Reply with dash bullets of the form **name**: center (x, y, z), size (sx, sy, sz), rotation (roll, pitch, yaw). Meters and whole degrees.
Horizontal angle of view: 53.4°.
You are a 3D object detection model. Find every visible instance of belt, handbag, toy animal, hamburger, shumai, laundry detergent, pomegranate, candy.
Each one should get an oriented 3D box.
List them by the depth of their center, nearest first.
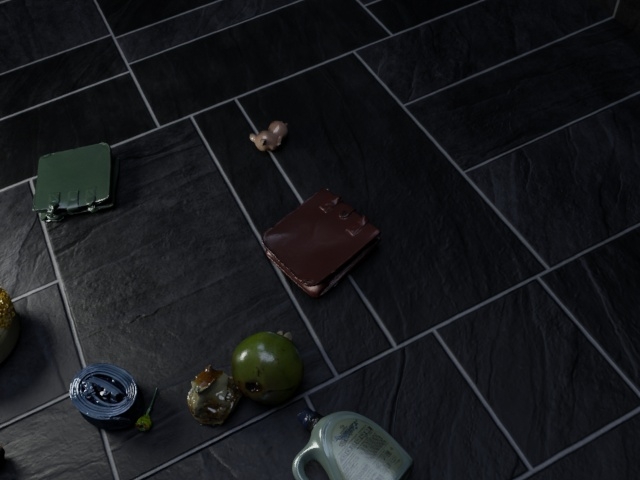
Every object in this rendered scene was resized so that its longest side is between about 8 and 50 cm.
- **laundry detergent**: center (0.048, 0.491, 1.444), size (0.280, 0.105, 0.215), rotation (32, 65, 24)
- **shumai**: center (-0.266, 0.373, 1.561), size (0.145, 0.116, 0.145), rotation (-2, 55, 3)
- **pomegranate**: center (-0.124, 0.293, 1.568), size (0.179, 0.179, 0.210), rotation (4, 53, 9)
- **belt**: center (-0.532, 0.393, 1.599), size (0.190, 0.082, 0.141), rotation (20, 55, 21)
- **candy**: center (-0.429, 0.423, 1.601), size (0.035, 0.035, 0.123), rotation (36, 42, -21)
- **hamburger**: center (-0.962, 0.235, 1.704), size (0.294, 0.179, 0.276), rotation (-31, 55, -15)
- **handbag**: center (-0.001, -0.001, 1.818), size (0.275, 0.084, 0.260), rotation (-40, 56, -14)
- **handbag**: center (-0.786, -0.187, 2.062), size (0.247, 0.079, 0.260), rotation (-10, 54, 0)
- **toy animal**: center (-0.163, -0.347, 2.105), size (0.150, 0.083, 0.089), rotation (-44, 103, -34)

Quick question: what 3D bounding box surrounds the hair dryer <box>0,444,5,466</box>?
- **hair dryer**: center (-0.929, 0.521, 1.540), size (0.362, 0.128, 0.203), rotation (1, 52, -2)
